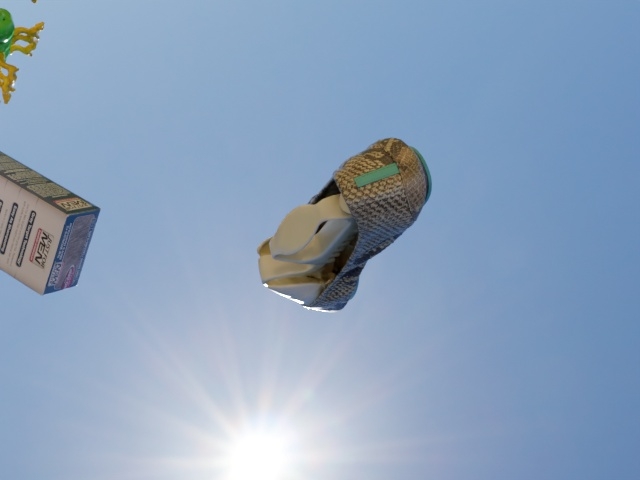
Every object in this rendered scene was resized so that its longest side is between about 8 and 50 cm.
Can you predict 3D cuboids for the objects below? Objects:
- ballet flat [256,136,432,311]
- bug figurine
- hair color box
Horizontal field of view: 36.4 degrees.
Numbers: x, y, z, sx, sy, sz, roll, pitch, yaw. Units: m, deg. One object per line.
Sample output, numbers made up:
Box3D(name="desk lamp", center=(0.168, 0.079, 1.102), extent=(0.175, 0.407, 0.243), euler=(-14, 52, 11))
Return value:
Box3D(name="ballet flat", center=(0.000, 0.000, 1.459), extent=(0.182, 0.164, 0.483), euler=(-18, 164, -24))
Box3D(name="bug figurine", center=(-0.321, -0.186, 0.911), extent=(0.072, 0.216, 0.279), euler=(21, -128, -10))
Box3D(name="hair color box", center=(-0.604, -0.054, 1.874), extent=(0.347, 0.174, 0.105), euler=(29, -161, 20))
